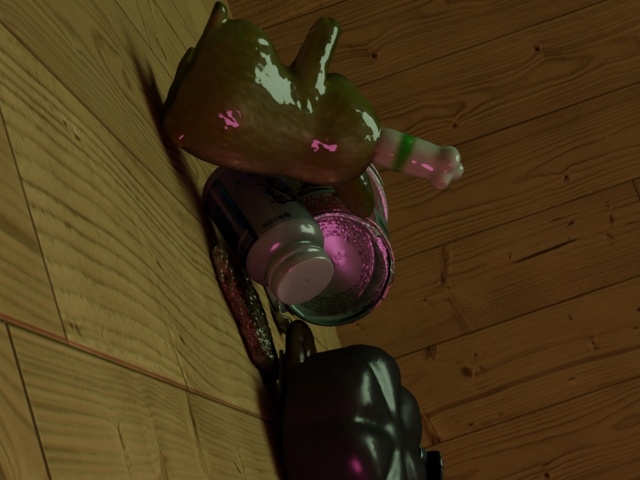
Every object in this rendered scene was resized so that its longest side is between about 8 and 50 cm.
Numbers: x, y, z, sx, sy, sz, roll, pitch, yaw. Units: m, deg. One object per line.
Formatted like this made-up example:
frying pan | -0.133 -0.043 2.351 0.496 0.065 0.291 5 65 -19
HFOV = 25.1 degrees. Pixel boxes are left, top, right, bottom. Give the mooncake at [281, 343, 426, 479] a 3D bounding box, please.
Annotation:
mooncake | 0.040 0.251 1.766 0.245 0.133 0.245 46 37 -51

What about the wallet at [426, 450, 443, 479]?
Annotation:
wallet | 0.136 0.469 2.086 0.247 0.041 0.323 143 -49 -75

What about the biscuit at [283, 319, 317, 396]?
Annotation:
biscuit | -0.019 0.209 1.899 0.212 0.036 0.212 -4 90 -84

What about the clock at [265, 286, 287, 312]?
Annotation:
clock | -0.075 0.011 2.331 0.172 0.064 0.198 70 2 -47

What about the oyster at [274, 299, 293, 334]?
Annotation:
oyster | -0.054 0.129 2.277 0.051 0.034 0.093 52 0 42

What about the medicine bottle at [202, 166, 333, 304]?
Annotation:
medicine bottle | -0.063 -0.013 1.786 0.191 0.107 0.107 54 -8 36

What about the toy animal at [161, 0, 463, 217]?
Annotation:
toy animal | -0.016 -0.152 1.747 0.181 0.363 0.180 -42 -140 52

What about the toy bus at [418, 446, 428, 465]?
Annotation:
toy bus | 0.069 0.343 1.979 0.128 0.147 0.256 40 23 -37

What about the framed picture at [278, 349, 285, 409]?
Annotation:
framed picture | -0.045 0.190 1.877 0.089 0.006 0.066 76 12 -58

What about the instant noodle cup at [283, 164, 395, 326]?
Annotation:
instant noodle cup | 0.000 0.000 1.980 0.255 0.244 0.244 -110 180 -71

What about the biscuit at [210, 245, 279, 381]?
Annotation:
biscuit | -0.089 0.095 1.815 0.237 0.026 0.131 67 3 -71
